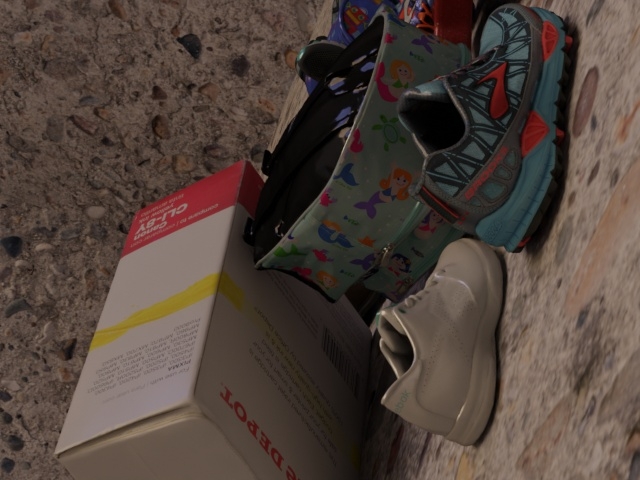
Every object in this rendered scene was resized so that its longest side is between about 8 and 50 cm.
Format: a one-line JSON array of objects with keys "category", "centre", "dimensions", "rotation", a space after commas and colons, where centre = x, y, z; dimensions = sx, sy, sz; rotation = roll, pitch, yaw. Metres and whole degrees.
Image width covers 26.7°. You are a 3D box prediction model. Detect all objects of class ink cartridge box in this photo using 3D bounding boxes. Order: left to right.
[{"category": "ink cartridge box", "centre": [-0.088, 0.149, 1.351], "dimensions": [0.160, 0.279, 0.384], "rotation": [-23, 30, 20]}]

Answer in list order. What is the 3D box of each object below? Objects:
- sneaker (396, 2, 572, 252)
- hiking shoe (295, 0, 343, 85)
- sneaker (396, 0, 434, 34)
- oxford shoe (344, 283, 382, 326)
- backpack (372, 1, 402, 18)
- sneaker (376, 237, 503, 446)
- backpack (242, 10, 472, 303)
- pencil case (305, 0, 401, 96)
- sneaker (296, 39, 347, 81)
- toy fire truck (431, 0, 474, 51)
[{"category": "sneaker", "centre": [0.127, -0.114, 1.076], "dimensions": [0.262, 0.125, 0.104], "rotation": [-80, 11, -45]}, {"category": "hiking shoe", "centre": [0.067, -0.327, 2.257], "dimensions": [0.304, 0.113, 0.132], "rotation": [-53, 49, 50]}, {"category": "sneaker", "centre": [0.130, -0.269, 1.632], "dimensions": [0.087, 0.083, 0.221], "rotation": [133, 152, -54]}, {"category": "oxford shoe", "centre": [0.032, 0.034, 1.561], "dimensions": [0.083, 0.096, 0.227], "rotation": [-80, 12, -56]}, {"category": "backpack", "centre": [0.100, -0.259, 1.795], "dimensions": [0.105, 0.084, 0.114], "rotation": [-93, 19, -76]}, {"category": "sneaker", "centre": [0.089, 0.063, 1.064], "dimensions": [0.212, 0.094, 0.080], "rotation": [-81, 10, -52]}, {"category": "backpack", "centre": [0.055, -0.077, 1.264], "dimensions": [0.253, 0.191, 0.225], "rotation": [119, 169, -51]}, {"category": "pencil case", "centre": [0.060, -0.282, 2.020], "dimensions": [0.133, 0.119, 0.306], "rotation": [-52, 1, -16]}, {"category": "sneaker", "centre": [0.045, -0.219, 1.852], "dimensions": [0.065, 0.166, 0.076], "rotation": [-58, 25, 21]}, {"category": "toy fire truck", "centre": [0.140, -0.322, 1.442], "dimensions": [0.302, 0.169, 0.253], "rotation": [-84, -5, -61]}]
